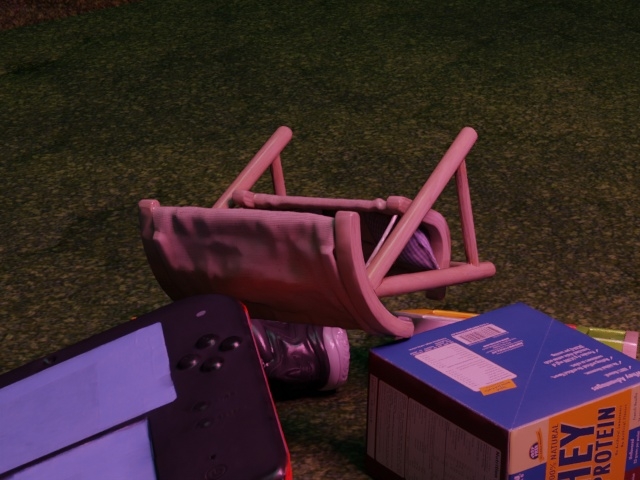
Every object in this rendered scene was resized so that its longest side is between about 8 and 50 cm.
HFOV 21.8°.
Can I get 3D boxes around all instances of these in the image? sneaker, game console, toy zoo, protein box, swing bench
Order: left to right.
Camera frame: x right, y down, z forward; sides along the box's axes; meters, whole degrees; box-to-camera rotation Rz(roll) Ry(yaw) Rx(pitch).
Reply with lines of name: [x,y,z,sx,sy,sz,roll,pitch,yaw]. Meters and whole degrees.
game console: [-0.224,0.193,1.440,0.387,0.060,0.342,-23,23,1]
sneaker: [-0.089,0.086,1.811,0.153,0.101,0.268,-8,26,-28]
swing bench: [0.000,0.000,1.664,0.253,0.165,0.255,5,25,35]
toy zoo: [0.195,0.102,1.796,0.293,0.030,0.192,6,1,12]
protein box: [0.181,0.173,1.570,0.200,0.136,0.201,-15,27,-34]

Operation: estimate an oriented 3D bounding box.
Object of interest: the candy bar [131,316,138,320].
candy bar: [-0.180,0.122,1.835,0.040,0.018,0.161,-4,24,-15]
